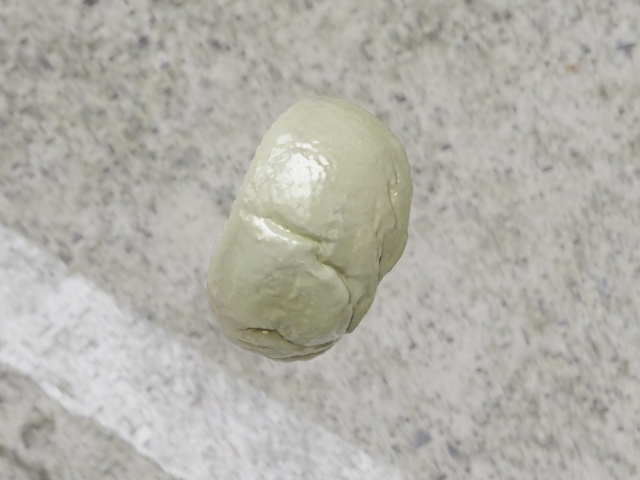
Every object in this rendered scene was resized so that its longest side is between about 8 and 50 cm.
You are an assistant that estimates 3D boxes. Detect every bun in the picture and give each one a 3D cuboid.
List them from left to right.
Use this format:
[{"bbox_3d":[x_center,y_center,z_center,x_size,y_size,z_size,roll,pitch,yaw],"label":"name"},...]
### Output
[{"bbox_3d":[0.000,0.000,1.175,0.111,0.164,0.188,25,111,10],"label":"bun"}]
